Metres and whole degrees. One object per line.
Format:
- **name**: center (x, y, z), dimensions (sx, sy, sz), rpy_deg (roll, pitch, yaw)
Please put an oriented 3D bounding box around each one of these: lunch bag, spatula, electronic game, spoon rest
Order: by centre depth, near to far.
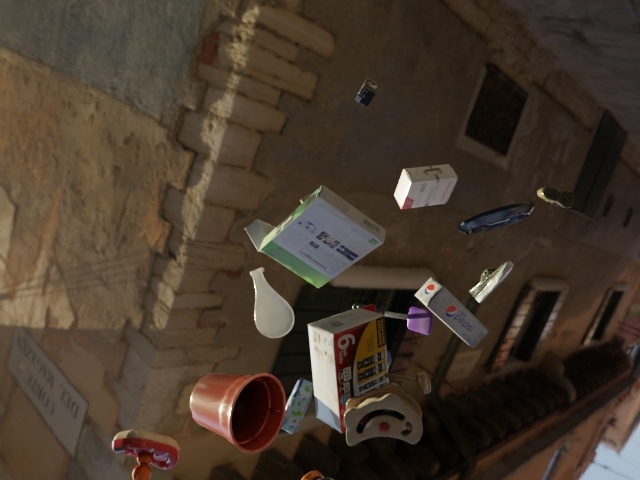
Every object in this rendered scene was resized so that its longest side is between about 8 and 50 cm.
- **electronic game**: center (0.517, -0.068, 1.578), dimensions (0.229, 0.048, 0.229), rpy_deg (-13, 168, -3)
- **spatula**: center (0.246, 0.255, 1.841), dimensions (0.297, 0.084, 0.030), rpy_deg (9, -178, 25)
- **spoon rest**: center (-0.187, 0.215, 1.888), dimensions (0.084, 0.137, 0.276), rpy_deg (76, 170, -66)
- **lunch bag**: center (-0.105, 0.733, 2.370), dimensions (0.090, 0.218, 0.176), rpy_deg (25, -171, 5)

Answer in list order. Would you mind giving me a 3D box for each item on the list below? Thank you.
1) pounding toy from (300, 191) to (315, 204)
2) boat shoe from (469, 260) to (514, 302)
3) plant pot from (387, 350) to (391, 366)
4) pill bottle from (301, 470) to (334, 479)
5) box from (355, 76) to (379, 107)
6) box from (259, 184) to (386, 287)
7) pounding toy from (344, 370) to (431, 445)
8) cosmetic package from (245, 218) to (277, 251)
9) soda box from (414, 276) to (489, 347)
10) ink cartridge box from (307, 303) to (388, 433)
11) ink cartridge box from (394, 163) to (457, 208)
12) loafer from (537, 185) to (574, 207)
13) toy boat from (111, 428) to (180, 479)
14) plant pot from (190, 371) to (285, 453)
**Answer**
- **pounding toy**: center (0.015, -0.065, 2.099), dimensions (0.094, 0.181, 0.206), rpy_deg (-28, -144, -10)
- **boat shoe**: center (0.631, 0.144, 1.984), dimensions (0.078, 0.219, 0.070), rpy_deg (-21, -120, -43)
- **plant pot**: center (0.160, 0.540, 2.266), dimensions (0.212, 0.236, 0.236), rpy_deg (35, -128, 21)
- **pill bottle**: center (0.029, 0.804, 1.590), dimensions (0.131, 0.130, 0.246), rpy_deg (12, -166, -36)
- **box**: center (0.162, -0.514, 1.843), dimensions (0.052, 0.062, 0.083), rpy_deg (30, -137, -7)
- **box**: center (0.000, 0.000, 1.551), dimensions (0.232, 0.322, 0.058), rpy_deg (35, -136, -18)
- **pounding toy**: center (0.198, 0.472, 1.484), dimensions (0.154, 0.270, 0.155), rpy_deg (64, -167, -7)
- **cosmetic package**: center (-0.165, 0.002, 1.846), dimensions (0.098, 0.060, 0.239), rpy_deg (56, -169, 20)
- **soda box**: center (0.467, 0.257, 1.883), dimensions (0.286, 0.091, 0.098), rpy_deg (41, -178, -24)
- **ink cartridge box**: center (0.117, 0.376, 1.629), dimensions (0.272, 0.309, 0.130), rpy_deg (-14, -165, -36)
- **ink cartridge box**: center (0.434, -0.223, 2.201), dimensions (0.218, 0.158, 0.092), rpy_deg (-7, -129, -18)
- **loafer**: center (0.777, -0.148, 1.756), dimensions (0.148, 0.056, 0.050), rpy_deg (19, -175, -25)
- **toy boat**: center (-0.576, 0.720, 1.753), dimensions (0.151, 0.151, 0.231), rpy_deg (-21, 140, 32)
- **plant pot**: center (-0.315, 0.600, 1.934), dimensions (0.265, 0.272, 0.272), rpy_deg (0, 176, 39)
